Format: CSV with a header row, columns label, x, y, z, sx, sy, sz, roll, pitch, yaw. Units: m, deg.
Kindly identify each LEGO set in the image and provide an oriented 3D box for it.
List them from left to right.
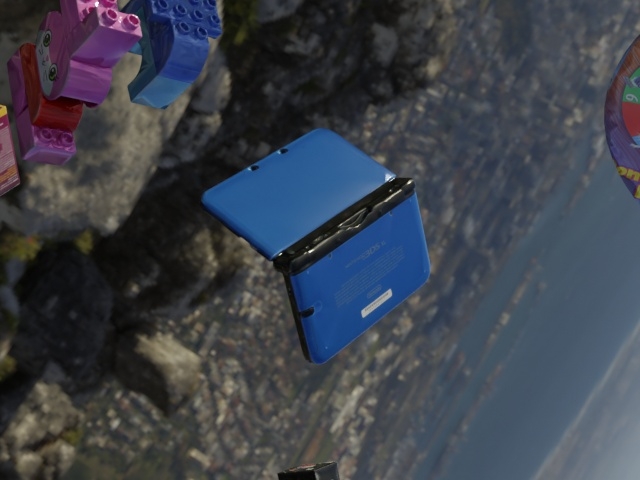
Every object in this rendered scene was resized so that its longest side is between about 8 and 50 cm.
label,x,y,z,sx,sy,sz,roll,pitch,yaw
LEGO set,-0.084,-0.149,0.487,0.087,0.227,0.093,8,148,-42

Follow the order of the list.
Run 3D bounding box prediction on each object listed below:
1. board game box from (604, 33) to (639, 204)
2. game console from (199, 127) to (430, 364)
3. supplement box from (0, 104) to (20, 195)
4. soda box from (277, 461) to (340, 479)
label,x,y,z,sx,sy,sz,roll,pitch,yaw
board game box,0.167,-0.010,0.350,0.133,0.169,0.033,100,16,-61
game console,0.000,0.000,1.650,0.293,0.173,0.250,-34,121,-40
supplement box,-0.320,-0.087,1.043,0.043,0.055,0.083,-44,141,-46
soda box,-0.002,0.355,1.343,0.053,0.060,0.168,-5,84,-58
